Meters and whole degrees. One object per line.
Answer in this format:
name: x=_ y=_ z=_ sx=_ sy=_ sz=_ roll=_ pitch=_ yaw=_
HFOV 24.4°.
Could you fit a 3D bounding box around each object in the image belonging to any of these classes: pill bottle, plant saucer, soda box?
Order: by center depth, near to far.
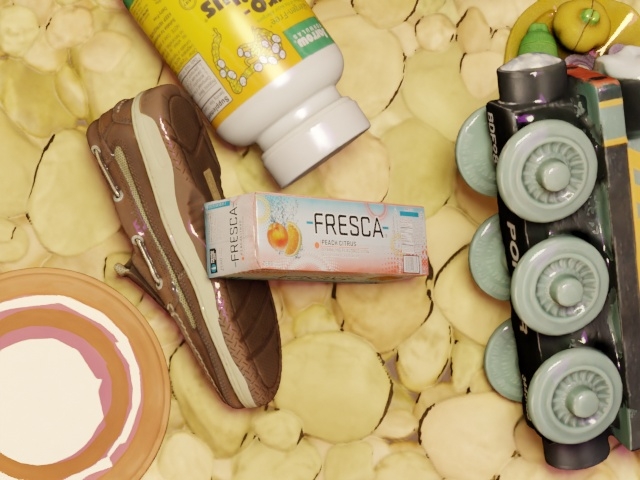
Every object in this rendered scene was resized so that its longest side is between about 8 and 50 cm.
plant saucer: x=-0.212 y=0.118 z=1.123 sx=0.200 sy=0.037 sz=0.200 roll=2 pitch=81 yaw=-10
soda box: x=0.000 y=0.000 z=1.124 sx=0.183 sy=0.063 sz=0.058 roll=4 pitch=79 yaw=-44
pill bottle: x=-0.056 y=-0.148 z=1.150 sx=0.118 sy=0.117 sz=0.208 roll=-35 pitch=90 yaw=-14

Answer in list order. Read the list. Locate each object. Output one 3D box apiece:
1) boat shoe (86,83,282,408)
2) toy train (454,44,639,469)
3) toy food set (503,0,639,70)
boat shoe: x=-0.109 y=0.012 z=1.145 sx=0.095 sy=0.095 sz=0.257 roll=-17 pitch=93 yaw=22
toy train: x=0.220 y=0.012 z=1.142 sx=0.190 sy=0.142 sz=0.334 roll=-12 pitch=105 yaw=-11
toy food set: x=0.218 y=-0.109 z=1.221 sx=0.128 sy=0.071 sz=0.217 roll=8 pitch=81 yaw=-10
